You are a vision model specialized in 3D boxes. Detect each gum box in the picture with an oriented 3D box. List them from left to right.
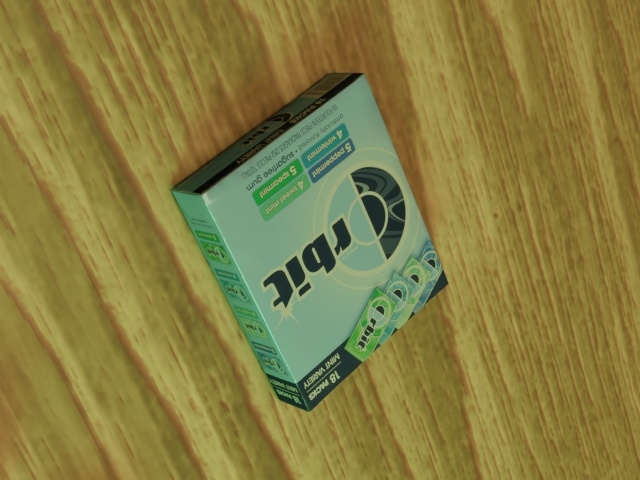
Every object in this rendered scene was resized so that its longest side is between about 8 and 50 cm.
[{"bbox_3d":[0.000,0.000,0.787,0.157,0.041,0.184,-40,120,-28],"label":"gum box"}]
